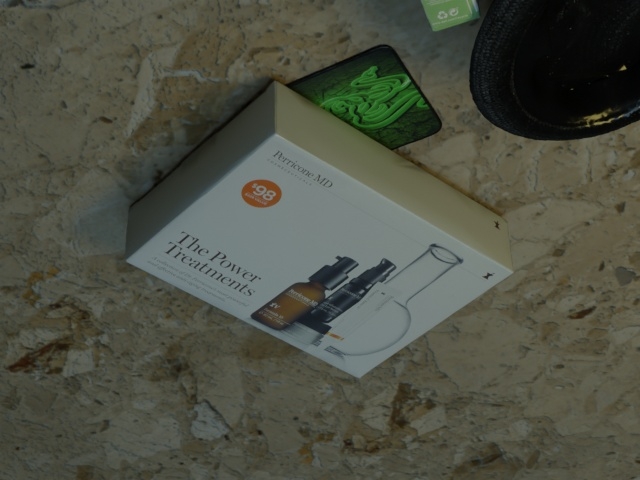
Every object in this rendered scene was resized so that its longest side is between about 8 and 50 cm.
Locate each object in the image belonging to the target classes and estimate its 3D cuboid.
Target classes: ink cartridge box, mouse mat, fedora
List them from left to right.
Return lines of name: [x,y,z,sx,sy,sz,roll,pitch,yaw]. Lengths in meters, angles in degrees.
mouse mat: [0.028,-0.142,1.815,0.189,0.007,0.153,-22,134,19]
ink cartridge box: [0.092,-0.339,1.477,0.056,0.171,0.235,-14,136,13]
fedora: [0.273,-0.254,1.578,0.334,0.153,0.334,-13,146,-9]

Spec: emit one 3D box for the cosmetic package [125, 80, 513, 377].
cosmetic package: [0.000,0.000,1.901,0.377,0.097,0.284,28,129,-30]
